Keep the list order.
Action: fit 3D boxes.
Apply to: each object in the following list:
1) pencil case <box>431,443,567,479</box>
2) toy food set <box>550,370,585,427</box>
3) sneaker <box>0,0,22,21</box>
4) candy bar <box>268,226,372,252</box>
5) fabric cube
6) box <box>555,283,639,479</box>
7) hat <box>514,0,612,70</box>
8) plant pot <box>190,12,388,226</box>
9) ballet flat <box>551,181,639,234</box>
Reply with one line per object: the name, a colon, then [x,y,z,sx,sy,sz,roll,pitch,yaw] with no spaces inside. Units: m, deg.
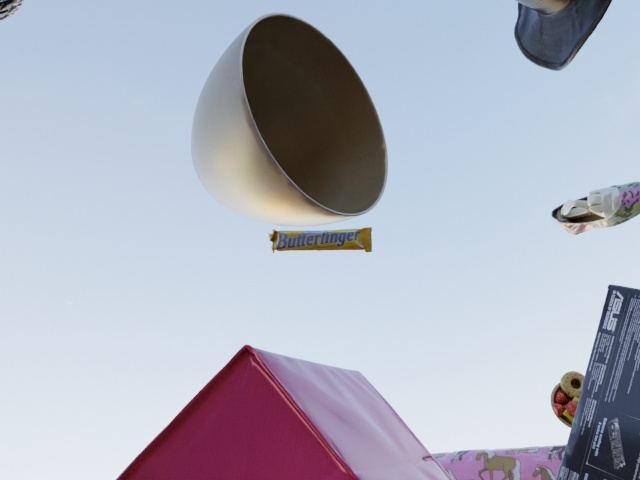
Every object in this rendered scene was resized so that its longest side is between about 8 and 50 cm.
pencil case: [0.325,0.406,1.102,0.386,0.160,0.167,-17,-26,33]
toy food set: [0.377,0.236,1.015,0.083,0.082,0.020,-43,-26,-26]
sneaker: [-0.330,-0.282,0.677,0.071,0.083,0.190,-34,-3,-44]
candy bar: [0.000,0.000,1.077,0.161,0.040,0.018,-1,-12,-6]
fabric cube: [-0.015,0.277,0.606,0.254,0.259,0.258,-45,-25,4]
box: [0.343,0.209,0.628,0.076,0.242,0.308,19,-95,-33]
hat: [0.268,-0.379,0.860,0.133,0.331,0.331,5,-54,-9]
plant pot: [-0.066,-0.136,0.965,0.190,0.284,0.284,-23,-32,37]
ballet flat: [0.517,-0.062,1.320,0.079,0.077,0.221,17,-17,-16]
